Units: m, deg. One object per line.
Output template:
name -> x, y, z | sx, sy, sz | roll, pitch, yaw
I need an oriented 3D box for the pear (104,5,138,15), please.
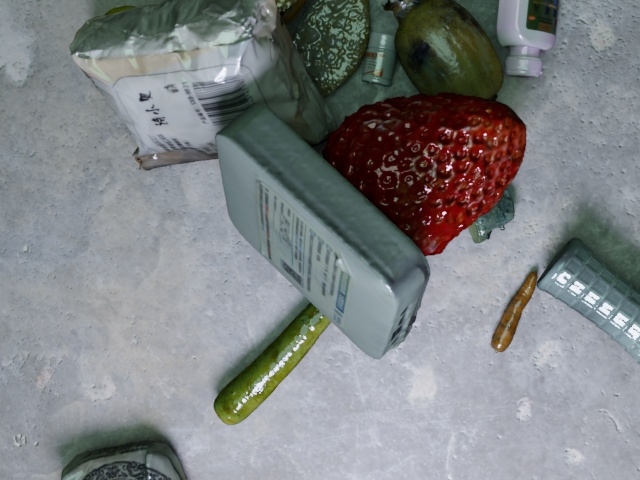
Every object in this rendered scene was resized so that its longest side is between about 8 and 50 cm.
pear -> -0.362, -0.367, 1.710 | 0.141, 0.104, 0.141 | 0, 92, 13

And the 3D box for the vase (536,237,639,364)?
vase -> 0.521, 0.127, 1.579 | 0.299, 0.143, 0.143 | 38, 101, 9

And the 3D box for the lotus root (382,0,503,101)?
lotus root -> 0.203, -0.337, 1.579 | 0.154, 0.154, 0.278 | -34, 96, 12

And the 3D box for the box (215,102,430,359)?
box -> 0.001, 0.000, 1.511 | 0.111, 0.396, 0.396 | -43, 75, -16

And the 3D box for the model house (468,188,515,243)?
model house -> 0.304, -0.045, 1.644 | 0.083, 0.066, 0.079 | -18, 81, -6

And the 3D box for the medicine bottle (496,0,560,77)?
medicine bottle -> 0.355, -0.390, 1.567 | 0.078, 0.115, 0.219 | 11, 99, 48

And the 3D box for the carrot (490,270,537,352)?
carrot -> 0.350, 0.128, 1.659 | 0.035, 0.035, 0.165 | 24, 97, 7

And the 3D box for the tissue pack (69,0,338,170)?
tissue pack -> -0.194, -0.251, 1.564 | 0.389, 0.375, 0.195 | -7, 57, 12

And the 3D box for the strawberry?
strawberry -> 0.163, -0.122, 1.552 | 0.310, 0.292, 0.292 | -42, 87, -9

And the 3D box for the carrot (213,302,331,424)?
carrot -> -0.067, 0.210, 1.728 | 0.074, 0.074, 0.358 | 44, 99, 4

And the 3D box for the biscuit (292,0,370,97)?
biscuit -> 0.016, -0.362, 1.671 | 0.141, 0.038, 0.290 | 30, 102, 6

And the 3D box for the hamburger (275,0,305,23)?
hamburger -> -0.124, -0.478, 1.627 | 0.244, 0.163, 0.245 | 0, 89, 5

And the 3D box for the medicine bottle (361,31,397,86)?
medicine bottle -> 0.108, -0.324, 1.647 | 0.057, 0.057, 0.089 | 13, 98, 9

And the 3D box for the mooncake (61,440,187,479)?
mooncake -> -0.365, 0.521, 1.779 | 0.254, 0.136, 0.250 | -19, 96, 12
